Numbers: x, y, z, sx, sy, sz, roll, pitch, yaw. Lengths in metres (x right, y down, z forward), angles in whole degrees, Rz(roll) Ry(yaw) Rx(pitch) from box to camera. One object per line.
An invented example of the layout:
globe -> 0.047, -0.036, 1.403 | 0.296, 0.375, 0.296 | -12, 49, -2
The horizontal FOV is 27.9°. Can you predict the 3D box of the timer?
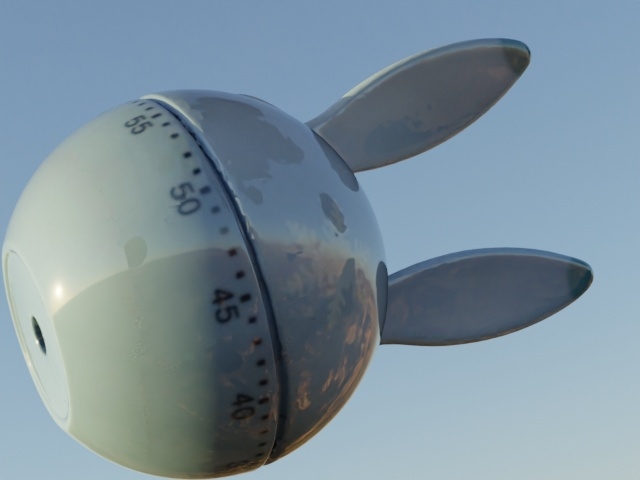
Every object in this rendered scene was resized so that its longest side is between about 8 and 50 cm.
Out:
timer -> -0.020, 0.005, 0.562 | 0.175, 0.175, 0.255 | -30, -5, 43
